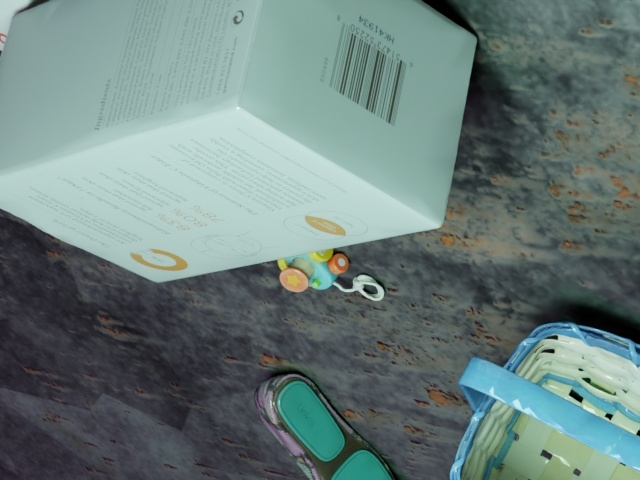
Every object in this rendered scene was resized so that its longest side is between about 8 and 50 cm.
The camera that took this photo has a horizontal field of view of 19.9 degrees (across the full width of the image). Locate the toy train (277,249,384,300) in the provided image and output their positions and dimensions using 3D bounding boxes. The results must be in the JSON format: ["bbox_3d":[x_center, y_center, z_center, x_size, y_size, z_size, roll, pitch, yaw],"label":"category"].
[{"bbox_3d":[0.000,0.000,1.634,0.125,0.046,0.166,16,140,26],"label":"toy train"}]

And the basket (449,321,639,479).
[{"bbox_3d":[0.230,0.178,1.490,0.255,0.201,0.289,29,175,9],"label":"basket"}]

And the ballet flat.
[{"bbox_3d":[0.009,0.225,1.873,0.221,0.077,0.079,52,160,-14],"label":"ballet flat"}]

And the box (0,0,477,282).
[{"bbox_3d":[-0.083,-0.099,1.427,0.215,0.168,0.345,29,153,-37],"label":"box"}]

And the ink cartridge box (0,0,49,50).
[{"bbox_3d":[-0.281,-0.268,1.525,0.148,0.086,0.203,29,143,9],"label":"ink cartridge box"}]
